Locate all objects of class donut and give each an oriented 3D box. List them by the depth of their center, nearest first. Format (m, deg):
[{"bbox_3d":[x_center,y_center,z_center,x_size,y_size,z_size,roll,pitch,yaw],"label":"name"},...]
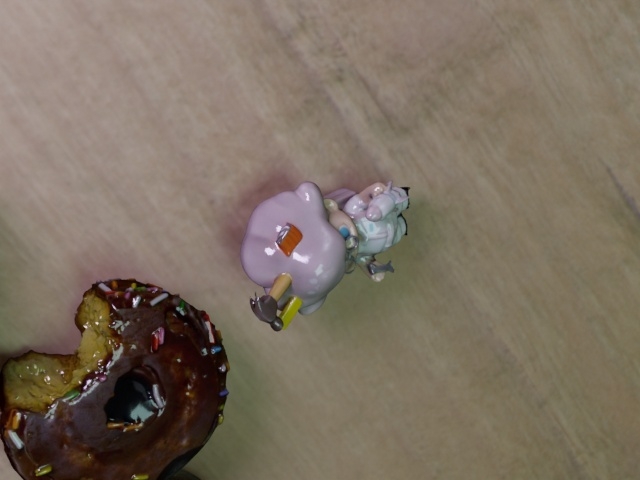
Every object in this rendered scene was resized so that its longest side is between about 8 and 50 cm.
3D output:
[{"bbox_3d":[-0.197,0.141,1.594,0.216,0.096,0.230,30,94,-41],"label":"donut"}]

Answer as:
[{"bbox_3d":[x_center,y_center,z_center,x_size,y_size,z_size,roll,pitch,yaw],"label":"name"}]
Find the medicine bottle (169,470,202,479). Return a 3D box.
[{"bbox_3d":[-0.095,0.357,1.618,0.151,0.322,0.151,-14,120,-27],"label":"medicine bottle"}]

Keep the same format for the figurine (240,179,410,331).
[{"bbox_3d":[0.000,0.000,1.650,0.229,0.112,0.137,-23,132,-38],"label":"figurine"}]
